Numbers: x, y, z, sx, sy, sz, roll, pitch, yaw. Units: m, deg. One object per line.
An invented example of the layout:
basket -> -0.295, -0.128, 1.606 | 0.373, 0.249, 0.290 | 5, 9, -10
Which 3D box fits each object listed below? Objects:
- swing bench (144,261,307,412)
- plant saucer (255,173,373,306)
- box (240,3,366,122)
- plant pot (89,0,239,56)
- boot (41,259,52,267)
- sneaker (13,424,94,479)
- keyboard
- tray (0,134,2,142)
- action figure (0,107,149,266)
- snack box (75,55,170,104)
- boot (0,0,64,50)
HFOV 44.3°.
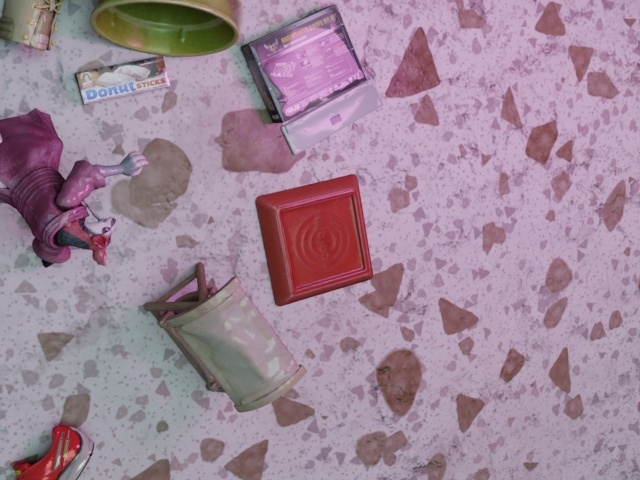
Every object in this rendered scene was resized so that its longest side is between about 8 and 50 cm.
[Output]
swing bench -> -0.198, 0.200, 1.603 | 0.165, 0.255, 0.253 | -40, 111, -16
plant saucer -> 0.000, 0.000, 1.789 | 0.259, 0.048, 0.258 | -15, 102, -22
box -> -0.034, -0.385, 1.720 | 0.231, 0.056, 0.183 | -31, 107, -19
plant pot -> -0.288, -0.517, 1.491 | 0.276, 0.276, 0.254 | 4, 83, -26
boot -> -0.523, -0.020, 1.541 | 0.121, 0.045, 0.099 | -45, 112, -18
sneaker -> -0.568, 0.494, 1.569 | 0.118, 0.107, 0.279 | 34, 78, -6
keyboard -> 0.030, -0.283, 1.789 | 0.256, 0.014, 0.072 | -32, 114, -18
tray -> -0.664, -0.254, 1.361 | 0.145, 0.030, 0.270 | -21, 64, -23
action figure -> -0.488, -0.090, 1.372 | 0.276, 0.370, 0.248 | 0, 124, -55
snack box -> -0.395, -0.322, 1.576 | 0.178, 0.022, 0.064 | -18, 105, -23
boot -> -0.476, -0.440, 1.411 | 0.095, 0.262, 0.203 | 5, 97, -63
